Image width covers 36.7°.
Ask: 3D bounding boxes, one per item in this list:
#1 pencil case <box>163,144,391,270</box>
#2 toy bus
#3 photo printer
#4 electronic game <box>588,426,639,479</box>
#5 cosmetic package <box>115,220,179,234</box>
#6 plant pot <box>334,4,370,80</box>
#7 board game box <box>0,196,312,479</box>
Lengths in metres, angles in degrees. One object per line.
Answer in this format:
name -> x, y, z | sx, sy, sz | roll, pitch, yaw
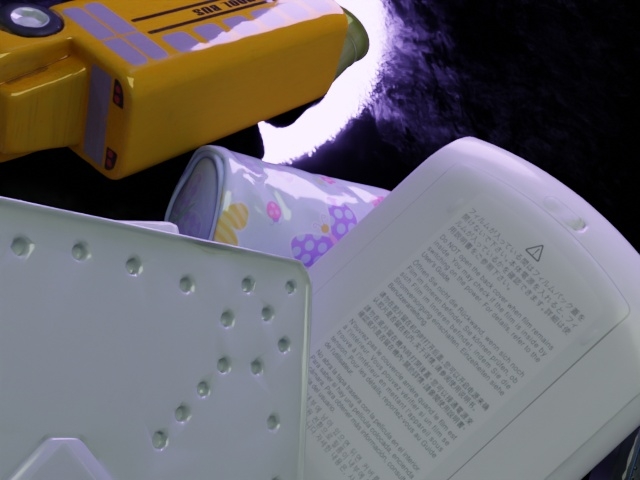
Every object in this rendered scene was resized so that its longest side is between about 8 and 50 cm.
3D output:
pencil case -> 0.000, 0.000, 0.855 | 0.273, 0.113, 0.124 | 11, 37, -32
toy bus -> -0.133, -0.147, 0.825 | 0.130, 0.108, 0.332 | 38, 42, 22
photo printer -> 0.097, 0.088, 0.727 | 0.256, 0.307, 0.107 | 47, 1, 24
electronic game -> 0.269, 0.229, 0.867 | 0.048, 0.229, 0.229 | 16, 43, 23
cosmetic package -> -0.219, 0.043, 0.671 | 0.231, 0.117, 0.086 | 2, 62, -37
plant pot -> -0.003, -0.192, 1.003 | 0.083, 0.083, 0.079 | 38, 61, -11
board game box -> -0.162, 0.178, 0.540 | 0.390, 0.050, 0.390 | 13, 76, -46
